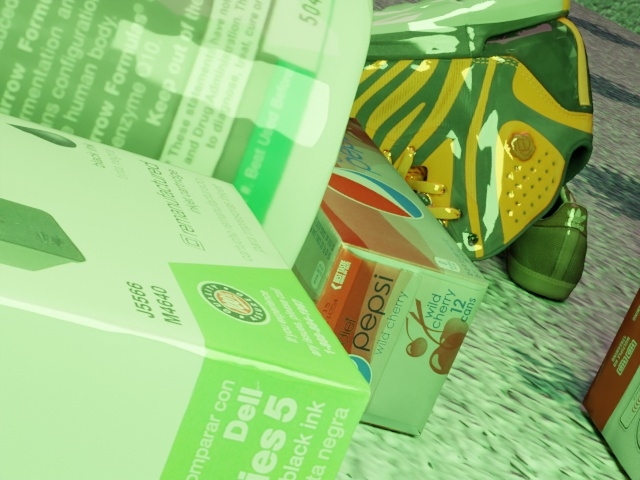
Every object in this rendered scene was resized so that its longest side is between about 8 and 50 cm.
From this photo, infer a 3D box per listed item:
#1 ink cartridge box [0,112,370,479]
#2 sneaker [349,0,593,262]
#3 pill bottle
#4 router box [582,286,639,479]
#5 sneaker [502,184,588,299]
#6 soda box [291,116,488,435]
[{"bbox_3d":[-0.148,0.026,0.611,0.273,0.115,0.198,16,17,-23],"label":"ink cartridge box"},{"bbox_3d":[0.032,-0.055,1.140,0.321,0.180,0.124,-13,0,-6],"label":"sneaker"},{"bbox_3d":[-0.176,-0.094,0.809,0.361,0.204,0.204,21,15,-11],"label":"pill bottle"},{"bbox_3d":[0.273,0.011,0.843,0.082,0.335,0.301,20,15,-15],"label":"router box"},{"bbox_3d":[0.160,-0.019,1.286,0.066,0.071,0.188,18,16,-16],"label":"sneaker"},{"bbox_3d":[0.000,0.000,0.954,0.083,0.092,0.263,16,17,-20],"label":"soda box"}]
